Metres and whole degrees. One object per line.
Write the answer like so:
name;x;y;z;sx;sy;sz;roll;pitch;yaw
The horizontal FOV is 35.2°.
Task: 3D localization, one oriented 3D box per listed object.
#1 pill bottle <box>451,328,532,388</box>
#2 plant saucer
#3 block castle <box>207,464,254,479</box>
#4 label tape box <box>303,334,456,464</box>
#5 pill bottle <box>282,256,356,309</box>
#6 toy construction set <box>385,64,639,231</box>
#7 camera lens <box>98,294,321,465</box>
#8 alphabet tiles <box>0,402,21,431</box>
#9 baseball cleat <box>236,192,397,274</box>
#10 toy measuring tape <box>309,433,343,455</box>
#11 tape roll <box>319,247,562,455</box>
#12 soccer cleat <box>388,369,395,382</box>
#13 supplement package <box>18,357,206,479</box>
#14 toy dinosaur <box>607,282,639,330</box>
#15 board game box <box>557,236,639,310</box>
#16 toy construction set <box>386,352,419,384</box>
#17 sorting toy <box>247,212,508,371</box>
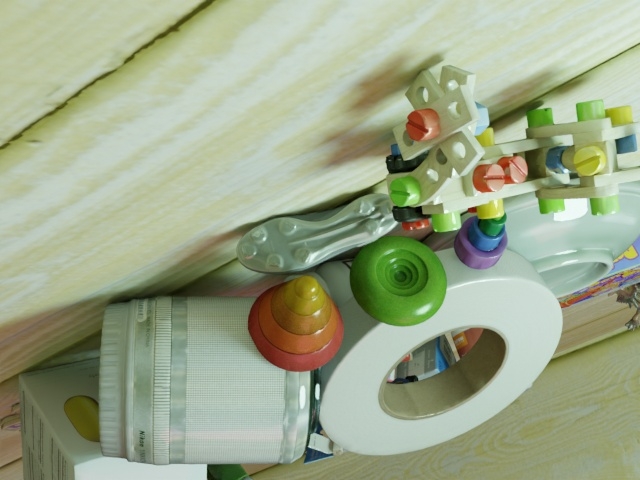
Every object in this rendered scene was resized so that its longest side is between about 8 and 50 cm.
pill bottle;0.336;0.214;2.042;0.121;0.216;0.121;-17;163;-5
plant saucer;0.343;0.027;1.592;0.400;0.101;0.400;-13;161;-4
block castle;-0.268;0.437;1.751;0.303;0.213;0.453;-22;-153;-18
label tape box;0.114;0.324;2.166;0.347;0.115;0.249;-21;-165;13
pill bottle;0.059;0.083;1.481;0.221;0.121;0.121;-9;162;-29
toy construction set;0.192;-0.080;1.041;0.327;0.151;0.215;5;177;-37
camera lens;-0.143;0.182;1.323;0.274;0.219;0.219;1;161;-7
alphabet tiles;-0.420;0.292;1.818;0.284;0.021;0.278;-19;164;4
baseball cleat;0.000;0.000;1.237;0.205;0.072;0.109;-14;170;-3
toy measuring tape;-0.081;0.328;1.993;0.330;0.121;0.121;24;149;-14
tape roll;0.165;0.170;1.474;0.392;0.072;0.392;-16;138;-14
soccer cleat;0.019;0.284;2.069;0.318;0.116;0.108;-29;144;29
supplement package;-0.311;0.321;1.499;0.199;0.198;0.262;-9;-154;-30
toy dinosaur;0.768;0.090;2.301;0.295;0.127;0.200;-24;157;0
board game box;0.548;0.058;2.014;0.347;0.078;0.233;-22;164;10
toy construction set;0.046;0.212;1.707;0.237;0.258;0.309;-10;164;7
sorting toy;0.086;0.034;1.242;0.365;0.127;0.126;-22;157;-19
